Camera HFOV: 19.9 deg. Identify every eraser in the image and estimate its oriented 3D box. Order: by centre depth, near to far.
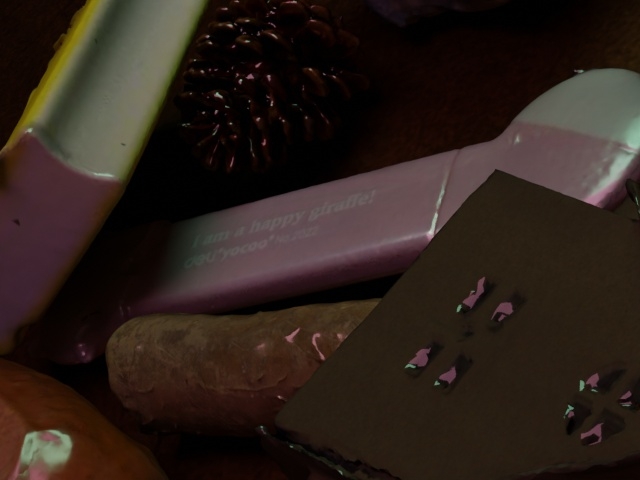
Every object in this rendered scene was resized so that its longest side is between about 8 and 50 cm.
[{"bbox_3d":[-0.143,-0.056,1.039,0.158,0.069,0.226,-50,14,36],"label":"eraser"}]

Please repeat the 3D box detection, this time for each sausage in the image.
[{"bbox_3d":[-0.168,0.122,0.916,0.258,0.133,0.133,14,63,45],"label":"sausage"}]

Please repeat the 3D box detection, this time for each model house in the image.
[{"bbox_3d":[0.153,0.082,0.591,0.204,0.211,0.243,-51,33,-9],"label":"model house"}]

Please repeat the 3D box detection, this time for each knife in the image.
[{"bbox_3d":[0.000,0.001,0.959,0.398,0.038,0.132,-13,42,35],"label":"knife"}]

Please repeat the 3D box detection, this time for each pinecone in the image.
[{"bbox_3d":[-0.034,-0.086,1.021,0.109,0.102,0.102,-38,35,-14],"label":"pinecone"}]

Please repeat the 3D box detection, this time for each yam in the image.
[{"bbox_3d":[0.024,0.057,0.858,0.299,0.066,0.066,-7,49,37],"label":"yam"}]

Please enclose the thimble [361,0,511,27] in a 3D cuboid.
[{"bbox_3d":[0.050,-0.242,0.992,0.205,0.236,0.172,15,65,42],"label":"thimble"}]
